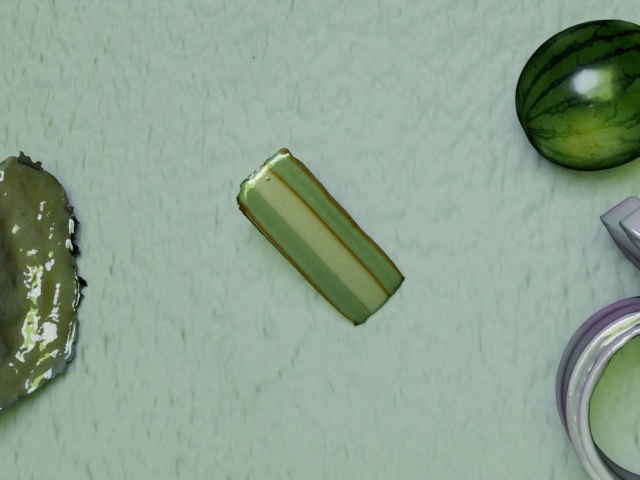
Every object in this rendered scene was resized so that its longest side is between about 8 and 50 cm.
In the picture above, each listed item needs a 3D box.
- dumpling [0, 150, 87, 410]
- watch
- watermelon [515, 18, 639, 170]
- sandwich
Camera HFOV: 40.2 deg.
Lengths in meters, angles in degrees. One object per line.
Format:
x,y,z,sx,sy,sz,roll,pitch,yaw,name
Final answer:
-0.344,0.083,0.916,0.086,0.166,0.332,-4,55,51,dumpling
0.298,0.116,0.756,0.248,0.211,0.217,41,97,6,watch
0.281,-0.142,0.827,0.187,0.140,0.140,-15,77,3,watermelon
0.000,0.000,0.859,0.079,0.113,0.163,-43,76,0,sandwich
